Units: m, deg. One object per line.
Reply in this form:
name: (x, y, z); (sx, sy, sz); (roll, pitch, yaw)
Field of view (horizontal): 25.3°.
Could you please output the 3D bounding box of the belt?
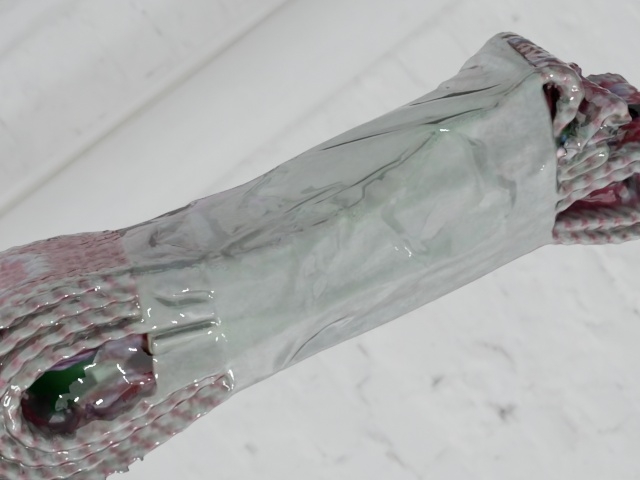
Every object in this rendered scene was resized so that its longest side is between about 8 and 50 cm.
belt: (0.000, 0.000, 0.400); (0.053, 0.232, 0.071); (46, 155, 56)
